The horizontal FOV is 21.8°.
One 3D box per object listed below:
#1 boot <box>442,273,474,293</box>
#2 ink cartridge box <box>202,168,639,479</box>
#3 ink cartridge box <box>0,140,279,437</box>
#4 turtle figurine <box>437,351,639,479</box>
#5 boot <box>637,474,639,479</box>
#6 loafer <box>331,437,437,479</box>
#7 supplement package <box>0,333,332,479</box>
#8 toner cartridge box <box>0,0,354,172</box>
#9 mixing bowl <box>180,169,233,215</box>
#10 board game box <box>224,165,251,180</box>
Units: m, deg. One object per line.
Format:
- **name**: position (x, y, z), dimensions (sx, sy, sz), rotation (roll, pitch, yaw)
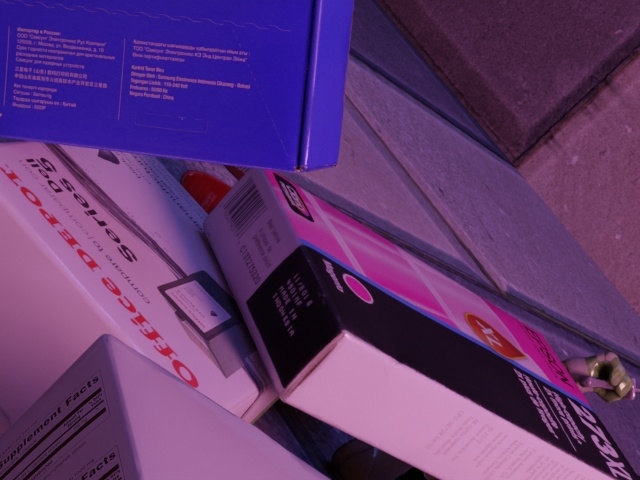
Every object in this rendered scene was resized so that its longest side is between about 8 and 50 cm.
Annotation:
- **boot**: position (0.056, 0.078, 1.441), dimensions (0.244, 0.088, 0.176), rotation (24, 18, -8)
- **ink cartridge box**: position (0.096, 0.095, 1.063), dimensions (0.371, 0.069, 0.175), rotation (33, 18, -36)
- **ink cartridge box**: position (-0.127, 0.047, 0.960), dimensions (0.198, 0.115, 0.273), rotation (47, 13, 5)
- **turtle figurine**: position (0.219, 0.205, 1.393), dimensions (0.275, 0.198, 0.266), rotation (41, 12, -6)
- **boot**: position (0.396, 0.320, 1.582), dimensions (0.223, 0.118, 0.338), rotation (16, 16, 1)
- **loafer**: position (0.082, 0.165, 1.275), dimensions (0.056, 0.148, 0.050), rotation (108, -35, -67)
- **supplement package**: position (-0.055, 0.187, 0.688), dimensions (0.194, 0.149, 0.203), rotation (38, 15, -32)
- **toner cartridge box**: position (-0.156, -0.138, 0.906), dimensions (0.348, 0.165, 0.075), rotation (8, 6, 15)
- **mixing bowl**: position (-0.067, 0.047, 1.185), dimensions (0.181, 0.098, 0.181), rotation (44, 13, -13)
- **board game box**: position (0.000, 0.000, 1.325), dimensions (0.145, 0.027, 0.281), rotation (43, 1, -44)
